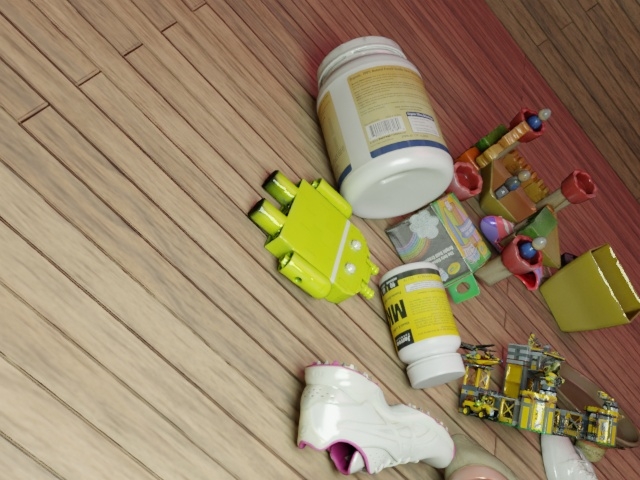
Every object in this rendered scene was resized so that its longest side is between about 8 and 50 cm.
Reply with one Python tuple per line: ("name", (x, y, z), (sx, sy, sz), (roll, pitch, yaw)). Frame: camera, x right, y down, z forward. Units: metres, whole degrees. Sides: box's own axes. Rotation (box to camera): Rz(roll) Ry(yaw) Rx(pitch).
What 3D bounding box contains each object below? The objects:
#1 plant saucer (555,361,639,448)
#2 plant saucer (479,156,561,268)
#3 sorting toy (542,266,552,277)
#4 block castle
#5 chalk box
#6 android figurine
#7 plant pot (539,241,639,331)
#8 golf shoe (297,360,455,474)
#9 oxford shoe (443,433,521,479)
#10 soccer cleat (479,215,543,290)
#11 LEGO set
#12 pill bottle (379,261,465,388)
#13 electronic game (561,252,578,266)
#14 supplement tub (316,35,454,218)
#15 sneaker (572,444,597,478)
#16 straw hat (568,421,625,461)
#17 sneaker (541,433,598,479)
("plant saucer", (0.627, 0.385, 1.444), (0.277, 0.041, 0.278), (31, 19, -12))
("plant saucer", (0.578, -0.107, 1.807), (0.332, 0.081, 0.333), (42, 38, -18))
("sorting toy", (0.662, 0.073, 1.824), (0.062, 0.012, 0.083), (5, 63, -42))
("block castle", (0.480, -0.128, 1.495), (0.303, 0.213, 0.453), (51, 51, 2))
("chalk box", (0.264, 0.027, 1.295), (0.132, 0.132, 0.213), (-27, 86, -54))
("android figurine", (0.000, 0.000, 1.075), (0.273, 0.056, 0.248), (41, 38, -18))
("plant pot", (0.754, 0.150, 1.725), (0.212, 0.187, 0.212), (-9, 71, -53))
("golf shoe", (0.081, 0.298, 0.917), (0.306, 0.115, 0.140), (35, 57, -25))
("oxford shoe", (0.343, 0.486, 1.042), (0.397, 0.140, 0.146), (55, 15, -18))
("soccer cleat", (0.514, 0.031, 1.632), (0.248, 0.083, 0.095), (43, 42, -22))
("LEGO set", (0.427, 0.271, 1.192), (0.331, 0.255, 0.192), (18, 78, -27))
("pill bottle", (0.187, 0.155, 1.119), (0.119, 0.119, 0.209), (14, 53, -43))
("electronic game", (0.850, 0.138, 1.964), (0.229, 0.048, 0.229), (37, 32, -28))
("supplement tub", (0.119, -0.228, 1.236), (0.228, 0.228, 0.316), (12, 55, -44))
("sneaker", (0.603, 0.534, 1.373), (0.061, 0.053, 0.152), (9, 56, -49))
("straw hat", (0.636, 0.486, 1.436), (0.144, 0.144, 0.061), (22, 91, -39))
("sneaker", (0.574, 0.515, 1.257), (0.108, 0.169, 0.293), (19, 49, -38))
